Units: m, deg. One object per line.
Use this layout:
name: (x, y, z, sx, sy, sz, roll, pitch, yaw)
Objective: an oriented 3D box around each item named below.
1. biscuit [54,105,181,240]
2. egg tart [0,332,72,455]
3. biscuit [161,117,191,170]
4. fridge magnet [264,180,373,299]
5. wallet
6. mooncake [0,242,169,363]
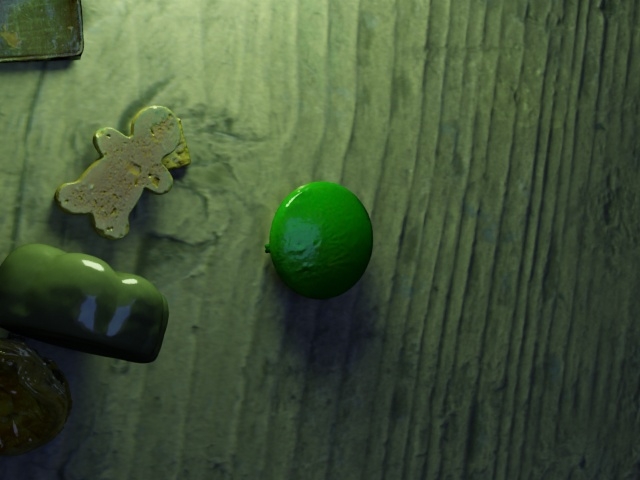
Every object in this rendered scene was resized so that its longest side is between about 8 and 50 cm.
biscuit: (-0.312, -0.117, 1.977, 0.153, 0.030, 0.234, 38, 79, -24)
egg tart: (-0.485, 0.220, 1.823, 0.241, 0.241, 0.106, 42, 27, -25)
biscuit: (-0.259, -0.156, 2.029, 0.081, 0.018, 0.083, -20, 102, -29)
fridge magnet: (0.000, 0.000, 2.147, 0.208, 0.088, 0.208, 0, 91, -30)
wallet: (-0.481, -0.334, 1.886, 0.232, 0.031, 0.122, -8, 99, -29)
mooncake: (-0.357, 0.097, 1.837, 0.275, 0.275, 0.135, 23, 76, -29)
